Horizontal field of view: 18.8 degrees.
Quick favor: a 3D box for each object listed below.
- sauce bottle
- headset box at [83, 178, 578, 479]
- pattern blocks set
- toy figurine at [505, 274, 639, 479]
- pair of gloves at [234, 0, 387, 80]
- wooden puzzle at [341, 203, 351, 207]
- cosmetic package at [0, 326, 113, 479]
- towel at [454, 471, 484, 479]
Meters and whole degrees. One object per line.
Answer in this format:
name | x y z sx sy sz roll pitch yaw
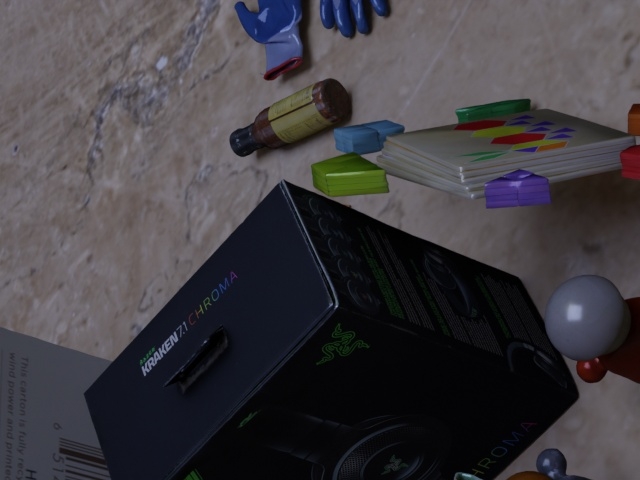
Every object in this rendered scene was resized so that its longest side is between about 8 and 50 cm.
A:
sauce bottle | -0.031 -0.109 1.752 0.128 0.042 0.042 -20 60 40
headset box | 0.001 0.111 1.440 0.246 0.283 0.131 -46 45 23
pattern blocks set | 0.135 -0.063 1.403 0.325 0.285 0.026 -122 25 -76
toy figurine | 0.228 0.139 1.284 0.213 0.148 0.209 21 90 49
pair of gloves | -0.005 -0.237 1.797 0.198 0.023 0.159 -30 52 35
wooden puzzle | 0.000 0.000 1.699 0.083 0.006 0.049 -57 42 13
cosmetic package | -0.378 0.290 1.738 0.394 0.327 0.329 -26 56 39
towel | 0.159 0.342 1.252 0.248 0.038 0.325 22 116 48
